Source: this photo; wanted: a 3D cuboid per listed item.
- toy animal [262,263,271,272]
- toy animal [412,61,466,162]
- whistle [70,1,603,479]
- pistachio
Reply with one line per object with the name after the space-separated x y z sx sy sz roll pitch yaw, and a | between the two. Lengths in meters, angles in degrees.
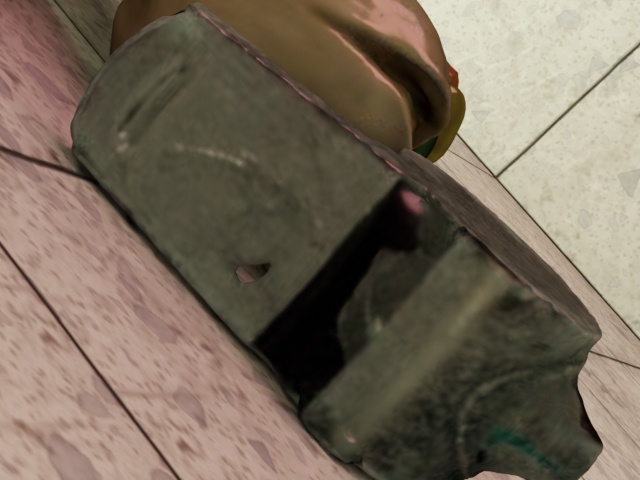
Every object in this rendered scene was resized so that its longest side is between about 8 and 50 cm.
0.000 0.000 1.482 0.098 0.098 0.137 38 13 -39 | toy animal
0.016 -0.126 1.748 0.216 0.191 0.338 38 10 -3 | toy animal
0.018 0.020 1.281 0.404 0.168 0.188 37 12 -24 | whistle
-0.031 -0.136 1.461 0.331 0.208 0.226 13 -43 49 | pistachio
